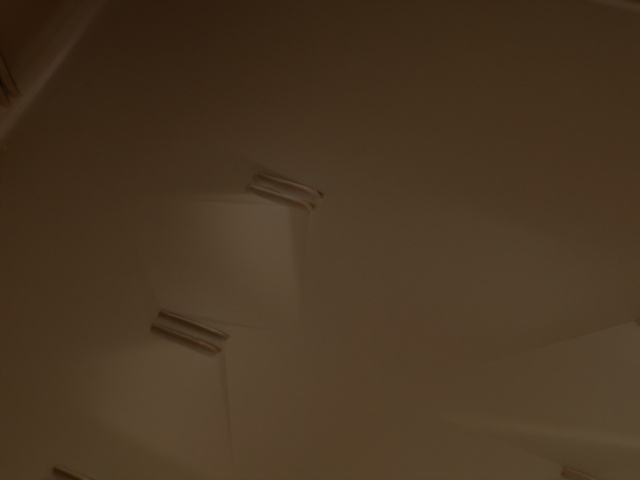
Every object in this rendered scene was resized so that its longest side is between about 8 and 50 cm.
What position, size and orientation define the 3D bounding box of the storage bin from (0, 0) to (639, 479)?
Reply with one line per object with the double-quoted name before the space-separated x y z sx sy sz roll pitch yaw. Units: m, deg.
"storage bin" 0.000 0.000 0.271 0.262 0.260 0.123 -57 -28 -28
